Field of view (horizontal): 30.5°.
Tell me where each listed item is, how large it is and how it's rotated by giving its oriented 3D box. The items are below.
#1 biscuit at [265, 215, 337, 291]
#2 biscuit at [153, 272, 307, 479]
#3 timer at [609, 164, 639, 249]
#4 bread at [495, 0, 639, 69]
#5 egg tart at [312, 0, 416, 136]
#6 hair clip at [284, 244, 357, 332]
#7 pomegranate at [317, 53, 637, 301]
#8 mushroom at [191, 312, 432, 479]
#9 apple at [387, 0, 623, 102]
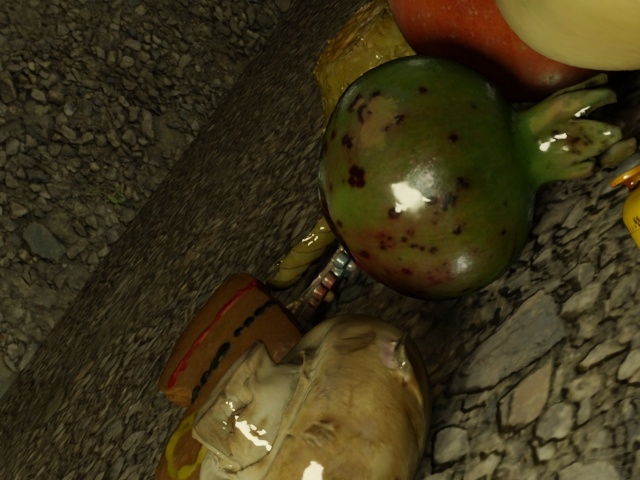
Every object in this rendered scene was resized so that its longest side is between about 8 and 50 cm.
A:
[{"bbox_3d":[0.000,0.000,1.549,0.187,0.036,0.273,-46,-1,14],"label":"biscuit"},{"bbox_3d":[-0.130,0.176,1.413,0.262,0.052,0.277,-47,33,3],"label":"biscuit"},{"bbox_3d":[0.291,-0.021,0.911,0.107,0.109,0.107,-28,-7,-4],"label":"timer"},{"bbox_3d":[0.299,-0.307,0.935,0.348,0.253,0.376,-54,-6,-9],"label":"bread"},{"bbox_3d":[0.094,-0.306,1.969,0.341,0.132,0.341,-42,19,18],"label":"egg tart"},{"bbox_3d":[-0.007,0.071,1.492,0.214,0.056,0.062,-45,-12,-10],"label":"hair clip"},{"bbox_3d":[0.136,-0.090,1.160,0.306,0.242,0.242,-42,17,16],"label":"pomegranate"},{"bbox_3d":[-0.005,0.166,1.035,0.255,0.184,0.255,-52,3,3],"label":"mushroom"},{"bbox_3d":[0.234,-0.320,1.302,0.348,0.277,0.348,-13,52,18],"label":"apple"}]
